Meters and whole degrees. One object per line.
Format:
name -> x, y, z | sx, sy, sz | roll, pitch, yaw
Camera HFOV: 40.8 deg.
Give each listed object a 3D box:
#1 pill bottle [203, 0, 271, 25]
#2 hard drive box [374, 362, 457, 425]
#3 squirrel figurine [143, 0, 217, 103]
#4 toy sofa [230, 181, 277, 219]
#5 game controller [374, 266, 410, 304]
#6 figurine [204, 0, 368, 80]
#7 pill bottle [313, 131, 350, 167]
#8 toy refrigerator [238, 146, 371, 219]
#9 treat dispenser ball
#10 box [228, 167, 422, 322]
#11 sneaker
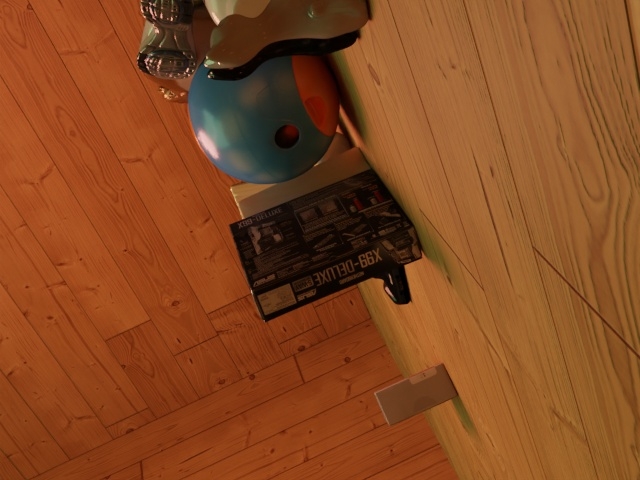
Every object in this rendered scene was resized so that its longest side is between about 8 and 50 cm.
pill bottle -> -0.120, -0.435, 1.433 | 0.301, 0.169, 0.169 | -116, 2, -47
hard drive box -> 0.233, 0.385, 2.151 | 0.232, 0.181, 0.089 | 79, 167, -80
squirrel figurine -> -0.258, -0.504, 1.882 | 0.397, 0.281, 0.370 | 157, 114, -70
toy sofa -> -0.072, -0.141, 2.101 | 0.362, 0.150, 0.177 | -62, -43, -58
game controller -> 0.151, 0.042, 2.039 | 0.166, 0.067, 0.319 | 48, 171, 26
figurine -> -0.055, -0.265, 1.102 | 0.215, 0.209, 0.092 | -136, 20, -85
pill bottle -> -0.055, -0.203, 1.876 | 0.221, 0.121, 0.121 | 21, 155, 27
toy refrigerator -> -0.021, -0.080, 1.750 | 0.102, 0.269, 0.094 | 66, 179, -49
treat dispenser ball -> -0.107, -0.250, 1.629 | 0.288, 0.288, 0.288 | 155, 90, -88
box -> 0.000, 0.000, 1.587 | 0.242, 0.307, 0.076 | -119, 8, -56
sneaker -> -0.265, -0.397, 1.543 | 0.297, 0.111, 0.129 | 120, 156, -60
